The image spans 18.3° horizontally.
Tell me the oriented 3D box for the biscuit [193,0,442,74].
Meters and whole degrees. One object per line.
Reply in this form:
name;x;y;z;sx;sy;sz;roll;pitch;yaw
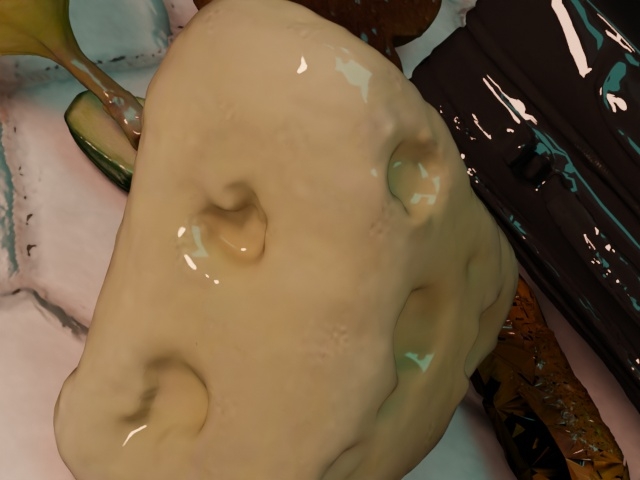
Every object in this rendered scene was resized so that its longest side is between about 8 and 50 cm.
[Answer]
biscuit;0.005;-0.170;1.308;0.180;0.039;0.236;57;44;-10

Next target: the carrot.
carrot;0.119;0.084;1.153;0.069;0.069;0.228;5;47;-37

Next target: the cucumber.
cucumber;-0.097;-0.046;1.128;0.107;0.035;0.067;29;45;-3

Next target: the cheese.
cheese;0.002;0.000;0.992;0.173;0.251;0.248;15;16;24

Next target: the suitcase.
suitcase;0.233;-0.017;1.207;0.345;0.188;0.339;52;22;14

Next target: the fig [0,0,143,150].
fig;-0.181;-0.146;1.070;0.231;0.160;0.143;63;18;14
